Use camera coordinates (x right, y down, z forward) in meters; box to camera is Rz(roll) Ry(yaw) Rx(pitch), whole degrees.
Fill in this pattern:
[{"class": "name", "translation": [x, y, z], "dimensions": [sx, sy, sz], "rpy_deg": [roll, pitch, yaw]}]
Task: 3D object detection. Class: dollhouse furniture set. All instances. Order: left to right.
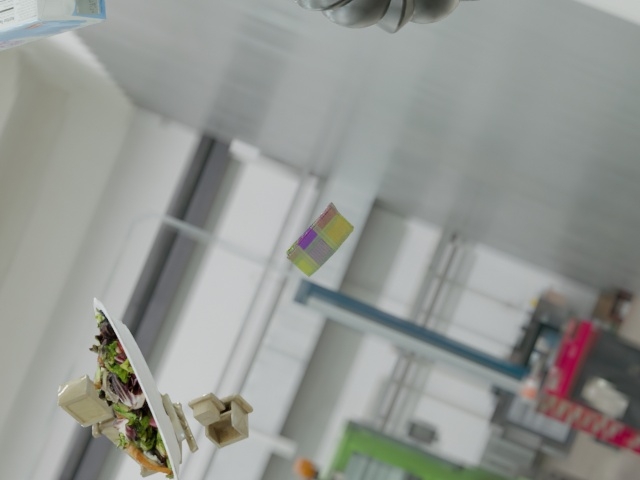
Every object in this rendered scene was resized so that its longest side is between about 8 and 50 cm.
[{"class": "dollhouse furniture set", "translation": [-0.196, 0.176, 2.109], "dimensions": [0.182, 0.161, 0.101], "rpy_deg": [50, -154, -42]}]

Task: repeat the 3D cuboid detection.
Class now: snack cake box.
[{"class": "snack cake box", "translation": [-0.349, -0.303, 1.990], "dimensions": [0.264, 0.089, 0.152], "rpy_deg": [-4, 92, 53]}]

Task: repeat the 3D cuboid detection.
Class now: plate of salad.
[{"class": "plate of salad", "translation": [-0.180, 0.148, 1.634], "dimensions": [0.048, 0.200, 0.200], "rpy_deg": [-23, -19, -12]}]

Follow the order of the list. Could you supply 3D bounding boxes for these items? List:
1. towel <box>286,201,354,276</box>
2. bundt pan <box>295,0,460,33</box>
[{"class": "towel", "translation": [0.000, 0.000, 2.048], "dimensions": [0.083, 0.009, 0.060], "rpy_deg": [-49, -43, -3]}, {"class": "bundt pan", "translation": [0.086, -0.351, 1.851], "dimensions": [0.331, 0.331, 0.124], "rpy_deg": [107, 153, -42]}]
